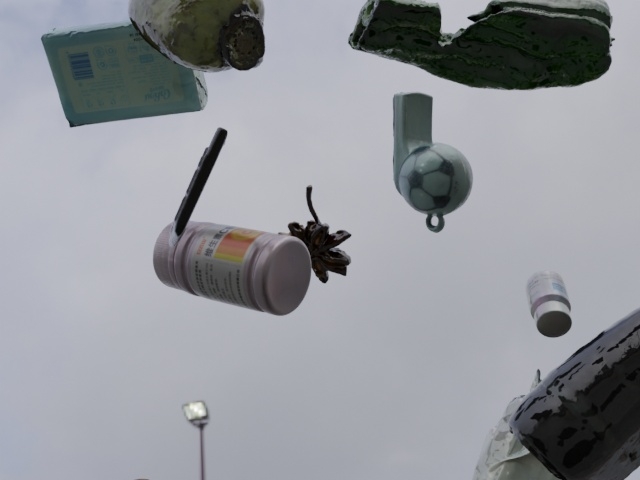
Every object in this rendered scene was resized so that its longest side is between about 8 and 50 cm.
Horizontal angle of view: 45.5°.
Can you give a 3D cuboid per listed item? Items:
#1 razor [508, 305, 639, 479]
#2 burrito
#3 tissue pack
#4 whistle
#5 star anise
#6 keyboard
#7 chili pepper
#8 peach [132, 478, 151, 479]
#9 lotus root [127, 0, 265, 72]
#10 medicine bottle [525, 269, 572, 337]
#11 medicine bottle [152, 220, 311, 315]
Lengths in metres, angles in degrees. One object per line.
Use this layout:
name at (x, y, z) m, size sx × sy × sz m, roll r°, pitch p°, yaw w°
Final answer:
razor at (0.383, 0.149, 0.850) m, size 0.349 × 0.113 × 0.204 m, roll -38°, pitch -43°, yaw 7°
burrito at (0.237, 0.376, 0.985) m, size 0.139 × 0.445 × 0.101 m, roll 32°, pitch -23°, yaw -10°
tissue pack at (-0.352, -0.314, 1.398) m, size 0.263 × 0.089 × 0.177 m, roll -6°, pitch -63°, yaw 6°
whistle at (0.232, -0.159, 1.547) m, size 0.163 × 0.163 × 0.289 m, roll -2°, pitch -84°, yaw -9°
star anise at (0.001, 0.000, 1.573) m, size 0.177 × 0.073 × 0.234 m, roll 29°, pitch -42°, yaw -9°
keyboard at (-0.127, -0.039, 0.777) m, size 0.041 × 0.103 × 0.381 m, roll 24°, pitch -7°, yaw -4°
chili pepper at (0.155, -0.196, 0.740) m, size 0.253 × 0.083 × 0.099 m, roll 3°, pitch -36°, yaw -3°
peach at (-0.229, 0.355, 0.999) m, size 0.050 × 0.077 × 0.083 m, roll 23°, pitch -15°, yaw -32°
lotus root at (-0.203, -0.352, 1.174) m, size 0.173 × 0.309 × 0.173 m, roll -23°, pitch -51°, yaw -31°
medicine bottle at (0.298, 0.082, 0.996) m, size 0.052 × 0.089 × 0.052 m, roll 3°, pitch -57°, yaw 5°
medicine bottle at (-0.149, 0.041, 1.275) m, size 0.250 × 0.133 × 0.133 m, roll 10°, pitch -28°, yaw 35°
